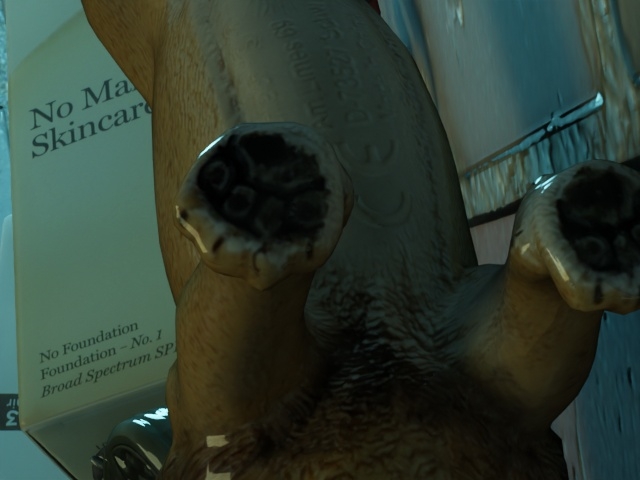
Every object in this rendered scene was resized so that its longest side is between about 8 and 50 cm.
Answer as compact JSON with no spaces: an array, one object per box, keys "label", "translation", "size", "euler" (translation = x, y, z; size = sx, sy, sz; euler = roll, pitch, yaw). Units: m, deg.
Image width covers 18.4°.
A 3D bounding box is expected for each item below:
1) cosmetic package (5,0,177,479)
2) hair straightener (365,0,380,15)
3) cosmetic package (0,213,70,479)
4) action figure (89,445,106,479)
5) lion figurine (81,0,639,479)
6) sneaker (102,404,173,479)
[{"label":"cosmetic package","translation":[-0.061,-0.033,0.973],"size":[0.113,0.160,0.309],"euler":[55,-161,-51]},{"label":"hair straightener","translation":[0.014,-0.110,0.849],"size":[0.089,0.047,0.230],"euler":[84,171,-49]},{"label":"cosmetic package","translation":[-0.069,0.182,1.021],"size":[0.156,0.217,0.385],"euler":[86,-178,-57]},{"label":"action figure","translation":[-0.056,0.163,0.750],"size":[0.275,0.141,0.164],"euler":[-71,0,-78]},{"label":"lion figurine","translation":[-0.012,-0.023,0.529],"size":[0.240,0.142,0.392],"euler":[106,162,-60]},{"label":"sneaker","translation":[0.045,0.122,0.633],"size":[0.227,0.130,0.087],"euler":[48,147,20]}]
